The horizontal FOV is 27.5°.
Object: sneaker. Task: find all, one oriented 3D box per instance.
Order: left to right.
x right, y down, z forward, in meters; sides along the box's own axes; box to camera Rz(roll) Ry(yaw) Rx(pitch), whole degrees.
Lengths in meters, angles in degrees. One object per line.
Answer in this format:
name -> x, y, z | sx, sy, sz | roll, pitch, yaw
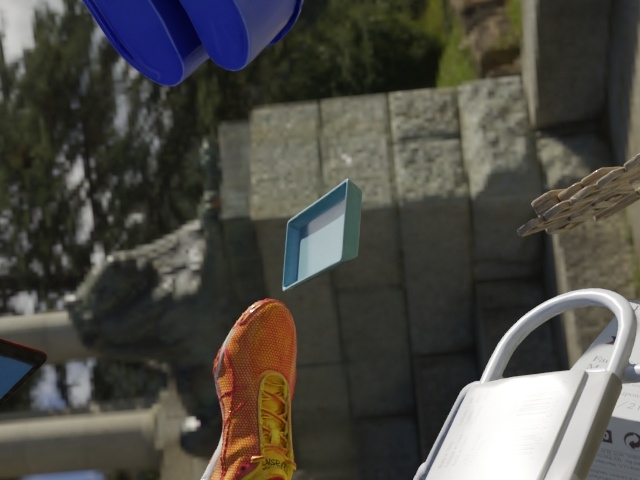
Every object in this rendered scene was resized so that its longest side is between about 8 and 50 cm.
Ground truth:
sneaker -> -0.037, 0.125, 0.841 | 0.064, 0.067, 0.175 | 13, -98, -40

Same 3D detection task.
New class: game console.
game console -> -0.386, 0.177, 1.446 | 0.085, 0.144, 0.124 | 40, -159, -17

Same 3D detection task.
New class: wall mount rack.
wall mount rack -> 0.106, 0.199, 0.861 | 0.130, 0.304, 0.350 | 52, -131, -22

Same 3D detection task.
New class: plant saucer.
plant saucer -> 0.000, 0.000, 1.116 | 0.192, 0.018, 0.067 | 150, 126, -71

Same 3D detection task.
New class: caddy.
caddy -> -0.168, -0.355, 1.593 | 0.341, 0.241, 0.179 | 58, -137, -29

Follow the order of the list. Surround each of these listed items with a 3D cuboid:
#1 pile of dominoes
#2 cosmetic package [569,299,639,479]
pile of dominoes -> 0.321, -0.083, 1.294 | 0.196, 0.251, 0.040 | -6, -114, -55
cosmetic package -> 0.308, 0.165, 1.136 | 0.183, 0.151, 0.151 | -40, -53, -45
